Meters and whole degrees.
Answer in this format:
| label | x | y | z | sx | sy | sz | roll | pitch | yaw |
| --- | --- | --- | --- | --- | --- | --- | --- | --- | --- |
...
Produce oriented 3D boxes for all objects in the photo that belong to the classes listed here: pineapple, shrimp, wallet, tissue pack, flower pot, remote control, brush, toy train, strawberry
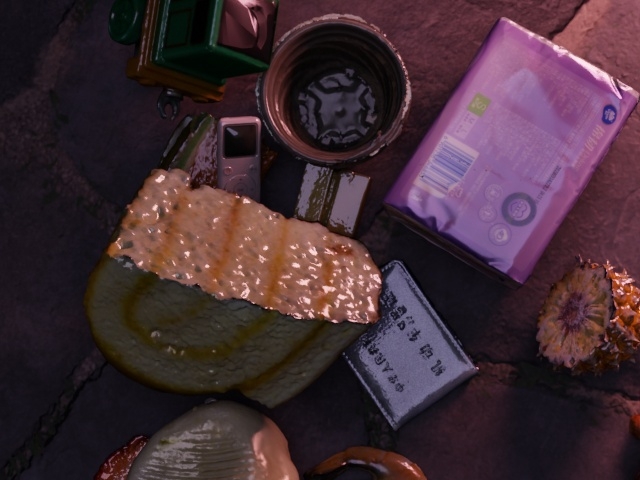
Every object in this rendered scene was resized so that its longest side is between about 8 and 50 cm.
| label | x | y | z | sx | sy | sz | roll | pitch | yaw |
| --- | --- | --- | --- | --- | --- | --- | --- | --- | --- |
| pineapple | 0.419 | 0.124 | 1.730 | 0.137 | 0.161 | 0.176 | 22 | 80 | -28 |
| shrimp | 0.037 | 0.380 | 1.766 | 0.254 | 0.059 | 0.145 | -2 | 79 | 7 |
| wallet | 0.113 | 0.154 | 1.798 | 0.167 | 0.036 | 0.222 | -35 | 80 | 1 |
| tissue pack | 0.280 | -0.127 | 1.755 | 0.242 | 0.160 | 0.338 | 33 | 86 | 9 |
| flower pot | 0.025 | -0.214 | 1.809 | 0.236 | 0.140 | 0.235 | -1 | 84 | 6 |
| remote control | -0.122 | -0.061 | 1.791 | 0.067 | 0.029 | 0.261 | -6 | 115 | -17 |
| brush | 0.000 | 0.000 | 1.833 | 0.103 | 0.047 | 0.233 | 16 | 92 | 9 |
| toy train | -0.174 | -0.392 | 1.784 | 0.249 | 0.178 | 0.429 | 2 | 82 | 46 |
| strawberry | -0.292 | 0.371 | 1.815 | 0.104 | 0.048 | 0.152 | 28 | 76 | 16 |

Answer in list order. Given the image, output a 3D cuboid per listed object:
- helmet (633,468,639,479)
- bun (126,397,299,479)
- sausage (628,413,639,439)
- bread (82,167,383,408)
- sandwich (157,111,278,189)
| label | x | y | z | sx | sy | sz | roll | pitch | yaw |
| --- | --- | --- | --- | --- | --- | --- | --- | --- | --- |
| helmet | 0.536 | 0.362 | 1.651 | 0.189 | 0.193 | 0.216 | 31 | 45 | 9 |
| bun | -0.148 | 0.366 | 1.743 | 0.259 | 0.160 | 0.259 | -5 | 68 | 12 |
| sausage | 0.516 | 0.266 | 1.729 | 0.131 | 0.041 | 0.039 | -8 | 95 | 6 |
| bread | -0.131 | 0.100 | 1.719 | 0.395 | 0.239 | 0.264 | 19 | 125 | -5 |
| sandwich | -0.173 | -0.100 | 1.844 | 0.160 | 0.109 | 0.184 | 24 | 84 | -11 |
